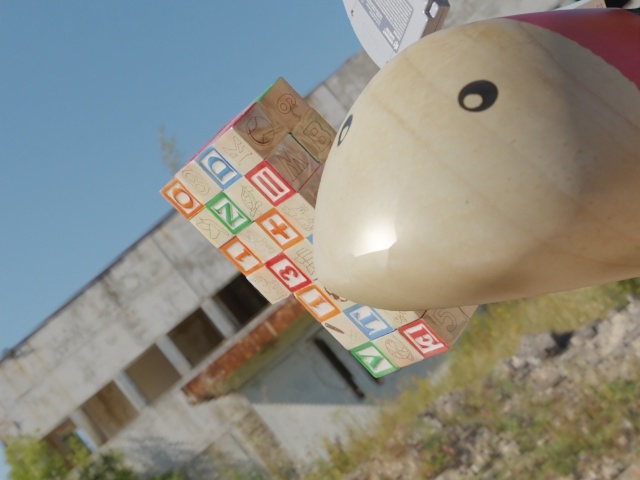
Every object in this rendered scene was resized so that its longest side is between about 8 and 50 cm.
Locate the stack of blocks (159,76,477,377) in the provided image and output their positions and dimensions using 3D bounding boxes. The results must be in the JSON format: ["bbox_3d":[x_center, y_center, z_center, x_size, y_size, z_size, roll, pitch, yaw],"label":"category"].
[{"bbox_3d":[0.000,0.000,1.049,0.171,0.297,0.087,-32,16,53],"label":"stack of blocks"}]

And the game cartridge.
[{"bbox_3d":[0.134,-0.436,1.954,0.060,0.294,0.196,0,-46,-30],"label":"game cartridge"}]

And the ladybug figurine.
[{"bbox_3d":[0.173,-0.058,0.707,0.305,0.162,0.449,-11,-2,39],"label":"ladybug figurine"}]

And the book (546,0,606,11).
[{"bbox_3d":[0.191,-0.191,0.991,0.144,0.035,0.096,-28,12,-30],"label":"book"}]
